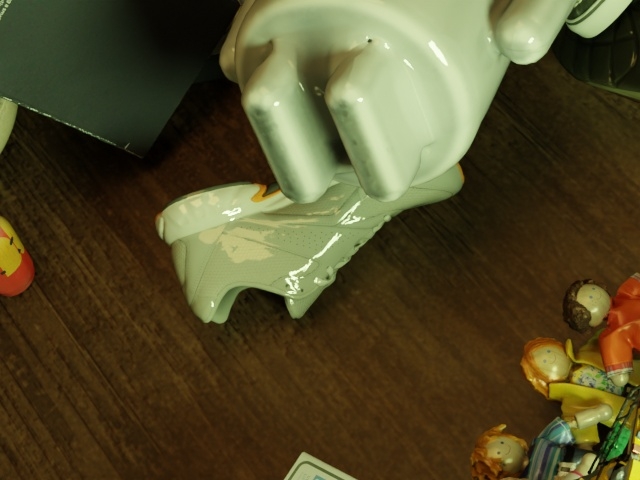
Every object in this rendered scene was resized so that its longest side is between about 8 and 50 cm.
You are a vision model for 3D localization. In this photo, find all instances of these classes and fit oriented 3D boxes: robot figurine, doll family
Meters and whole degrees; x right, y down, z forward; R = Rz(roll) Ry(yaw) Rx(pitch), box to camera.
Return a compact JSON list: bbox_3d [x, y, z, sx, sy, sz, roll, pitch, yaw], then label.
[{"bbox_3d":[0.059,-0.182,1.409,0.300,0.200,0.353,3,44,27],"label":"robot figurine"},{"bbox_3d":[0.198,0.148,1.267,0.163,0.118,0.263,18,58,13],"label":"doll family"}]

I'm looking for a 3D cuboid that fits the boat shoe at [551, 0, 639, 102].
[{"bbox_3d":[0.300,-0.145,1.427,0.122,0.120,0.324,-58,31,10],"label":"boat shoe"}]

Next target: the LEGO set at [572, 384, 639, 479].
[{"bbox_3d":[0.318,0.116,1.119,0.255,0.192,0.331,44,59,-3],"label":"LEGO set"}]

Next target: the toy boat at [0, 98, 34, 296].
[{"bbox_3d":[-0.376,-0.074,1.654,0.267,0.148,0.318,-41,51,-7],"label":"toy boat"}]

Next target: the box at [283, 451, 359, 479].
[{"bbox_3d":[0.067,0.287,1.244,0.290,0.087,0.169,25,70,35],"label":"box"}]

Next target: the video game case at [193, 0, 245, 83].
[{"bbox_3d":[-0.044,-0.271,1.717,0.275,0.035,0.248,-8,54,19],"label":"video game case"}]

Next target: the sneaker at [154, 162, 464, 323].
[{"bbox_3d":[0.000,0.000,1.488,0.262,0.099,0.121,-15,79,3],"label":"sneaker"}]

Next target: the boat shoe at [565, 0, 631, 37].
[{"bbox_3d":[0.239,-0.271,1.410,0.219,0.070,0.078,-65,22,15],"label":"boat shoe"}]

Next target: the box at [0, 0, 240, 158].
[{"bbox_3d":[-0.304,-0.271,1.616,0.179,0.312,0.343,-55,47,10],"label":"box"}]
